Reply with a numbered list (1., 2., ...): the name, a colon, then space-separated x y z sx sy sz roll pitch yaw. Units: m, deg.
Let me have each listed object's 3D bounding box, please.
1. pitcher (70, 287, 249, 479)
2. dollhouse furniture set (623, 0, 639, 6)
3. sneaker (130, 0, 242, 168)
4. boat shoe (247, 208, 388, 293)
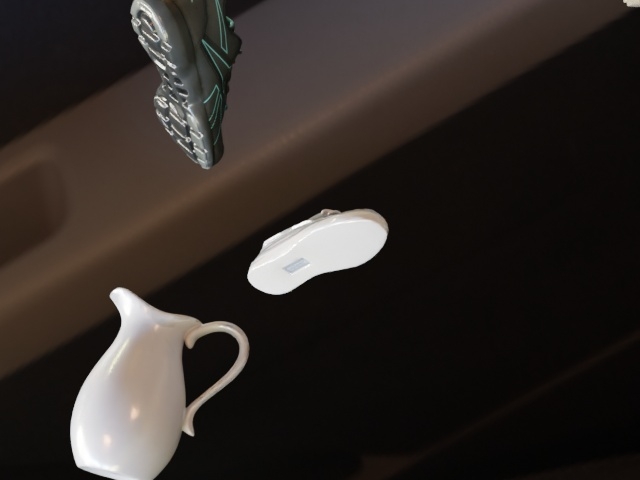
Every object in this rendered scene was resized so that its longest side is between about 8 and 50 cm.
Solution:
1. pitcher: -0.186 0.176 1.523 0.178 0.125 0.207 13 73 7
2. dollhouse furniture set: 0.407 -0.271 1.385 0.123 0.144 0.151 174 97 -67
3. sneaker: -0.129 -0.185 1.474 0.106 0.267 0.101 -37 60 -21
4. boat shoe: 0.000 0.000 1.361 0.184 0.066 0.063 -32 33 44
